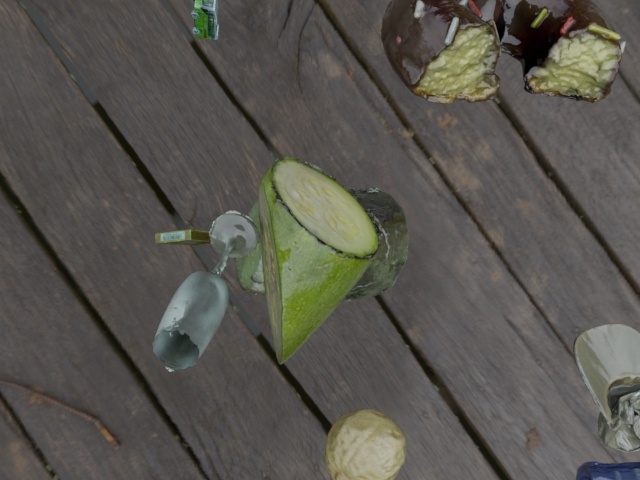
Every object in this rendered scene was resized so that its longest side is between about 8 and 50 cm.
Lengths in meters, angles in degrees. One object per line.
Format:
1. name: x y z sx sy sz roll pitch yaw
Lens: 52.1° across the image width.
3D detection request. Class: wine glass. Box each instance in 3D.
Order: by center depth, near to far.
1. wine glass: -0.133 0.055 0.769 0.074 0.262 0.074 3 119 6

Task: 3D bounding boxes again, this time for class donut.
1. donut: 0.253 -0.314 0.940 0.345 0.136 0.259 1 53 -17

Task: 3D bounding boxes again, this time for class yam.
1. yam: 0.002 0.004 1.087 0.271 0.201 0.202 6 102 -34

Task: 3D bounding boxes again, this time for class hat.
1. hat: 0.636 0.317 1.407 0.214 0.149 0.245 -13 53 -18

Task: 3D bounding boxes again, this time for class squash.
1. squash: -0.059 0.043 0.868 0.189 0.189 0.260 42 119 0

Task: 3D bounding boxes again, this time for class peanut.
1. peanut: 0.077 0.383 1.183 0.140 0.109 0.159 38 109 33

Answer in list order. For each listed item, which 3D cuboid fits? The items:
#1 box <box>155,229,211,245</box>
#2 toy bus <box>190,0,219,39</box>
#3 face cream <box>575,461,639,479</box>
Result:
1. box: -0.337 -0.005 1.777 0.121 0.193 0.030 -5 84 28
2. toy bus: -0.163 -0.317 0.925 0.037 0.083 0.031 6 76 -7
3. face cream: 0.544 0.490 1.065 0.225 0.249 0.249 -4 86 12
